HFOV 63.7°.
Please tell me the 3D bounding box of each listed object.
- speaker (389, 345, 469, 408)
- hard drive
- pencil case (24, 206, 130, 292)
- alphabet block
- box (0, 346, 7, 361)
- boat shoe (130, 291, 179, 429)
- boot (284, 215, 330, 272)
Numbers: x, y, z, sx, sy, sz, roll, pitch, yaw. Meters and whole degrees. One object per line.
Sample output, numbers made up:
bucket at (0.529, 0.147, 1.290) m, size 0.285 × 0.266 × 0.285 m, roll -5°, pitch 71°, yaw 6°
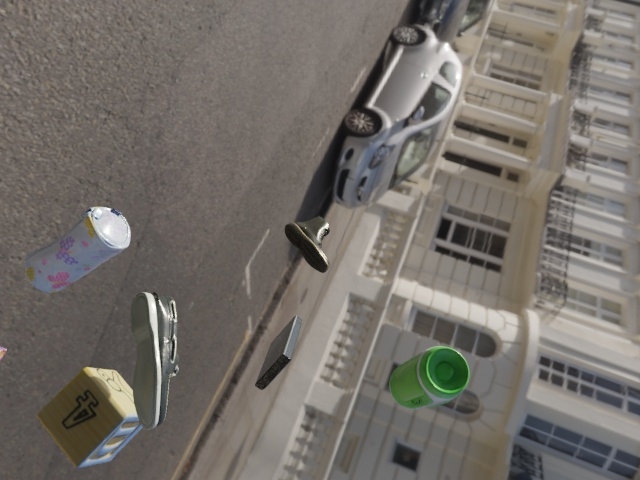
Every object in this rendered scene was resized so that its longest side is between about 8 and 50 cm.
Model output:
speaker at (0.266, 0.352, 1.299) m, size 0.296 × 0.131 × 0.131 m, roll 111°, pitch 2°, yaw -65°
hard drive at (-0.078, 0.214, 0.992) m, size 0.094 × 0.022 × 0.135 m, roll -50°, pitch -171°, yaw 22°
pencil case at (-0.590, 0.025, 1.248) m, size 0.124 × 0.273 × 0.113 m, roll 37°, pitch 31°, yaw -44°
alphabet block at (-0.646, 0.508, 1.493) m, size 0.193 × 0.197 × 0.192 m, roll -46°, pitch 163°, yaw -10°
box at (-1.248, 0.483, 1.847) m, size 0.293 × 0.057 × 0.201 m, roll 149°, pitch -37°, yaw -74°
boat shoe at (-0.363, 0.265, 1.164) m, size 0.091 × 0.114 × 0.302 m, roll 12°, pitch 67°, yaw -47°
boot at (0.000, 0.000, 1.584) m, size 0.137 × 0.198 × 0.077 m, roll -21°, pitch 150°, yaw -34°
